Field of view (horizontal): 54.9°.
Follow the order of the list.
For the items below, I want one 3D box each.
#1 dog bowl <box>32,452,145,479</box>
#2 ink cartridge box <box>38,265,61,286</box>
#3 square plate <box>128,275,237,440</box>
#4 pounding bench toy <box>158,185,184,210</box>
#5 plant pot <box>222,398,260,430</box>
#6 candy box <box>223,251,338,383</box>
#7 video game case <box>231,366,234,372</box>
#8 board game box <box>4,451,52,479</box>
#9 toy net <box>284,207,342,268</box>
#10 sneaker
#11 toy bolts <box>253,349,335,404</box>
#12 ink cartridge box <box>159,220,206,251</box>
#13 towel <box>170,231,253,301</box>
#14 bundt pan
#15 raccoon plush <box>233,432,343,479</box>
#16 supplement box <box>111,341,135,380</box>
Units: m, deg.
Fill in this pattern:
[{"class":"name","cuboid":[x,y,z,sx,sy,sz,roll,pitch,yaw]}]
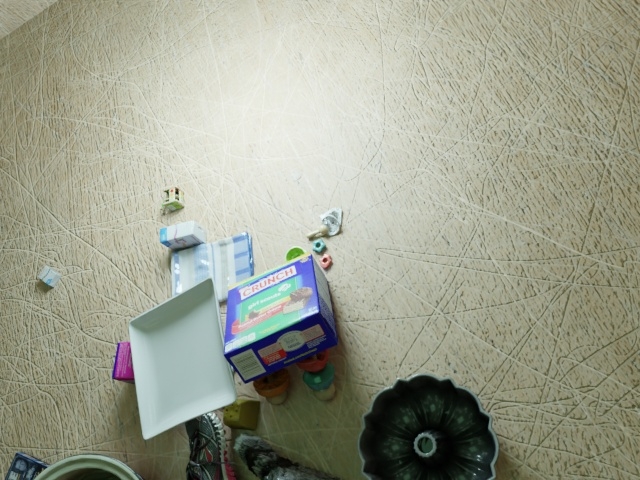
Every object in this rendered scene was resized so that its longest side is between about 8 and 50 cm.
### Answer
[{"class":"dog bowl","cuboid":[-0.602,0.778,1.630,0.407,0.150,0.408,-2,71,6]},{"class":"ink cartridge box","cuboid":[-0.953,0.122,2.158,0.083,0.028,0.048,28,81,29]},{"class":"square plate","cuboid":[-0.373,0.319,1.665,0.343,0.049,0.348,-28,63,25]},{"class":"pounding bench toy","cuboid":[-0.506,-0.141,2.071,0.083,0.052,0.065,-15,64,16]},{"class":"plant pot","cuboid":[-0.223,0.471,1.685,0.081,0.083,0.081,-1,68,21]},{"class":"candy box","cuboid":[-0.109,0.194,1.637,0.268,0.122,0.317,-24,26,7]},{"class":"video game case","cuboid":[-0.306,0.377,1.797,0.119,0.015,0.167,-1,69,22]},{"class":"board game box","cuboid":[-0.897,0.784,1.852,0.164,0.042,0.244,10,73,26]},{"class":"toy net","cuboid":[0.000,0.000,1.811,0.122,0.045,0.232,30,82,30]},{"class":"sneaker","cuboid":[-0.308,0.574,1.633,0.121,0.112,0.299,-54,48,31]},{"class":"toy bolts","cuboid":[-0.052,0.344,1.669,0.228,0.159,0.218,-1,28,32]},{"class":"ink cartridge box","cuboid":[-0.437,-0.013,1.969,0.122,0.088,0.052,-14,64,16]},{"class":"towel","cuboid":[-0.340,0.097,1.917,0.284,0.034,0.209,-14,65,16]},{"class":"bundt pan","cuboid":[0.261,0.489,1.457,0.330,0.124,0.331,-9,65,20]},{"class":"raccoon plush","cuboid":[-0.084,0.709,1.522,0.446,0.216,0.299,18,91,58]},{"class":"supplement box","cuboid":[-0.485,0.361,1.821,0.219,0.111,0.114,-4,68,20]}]
